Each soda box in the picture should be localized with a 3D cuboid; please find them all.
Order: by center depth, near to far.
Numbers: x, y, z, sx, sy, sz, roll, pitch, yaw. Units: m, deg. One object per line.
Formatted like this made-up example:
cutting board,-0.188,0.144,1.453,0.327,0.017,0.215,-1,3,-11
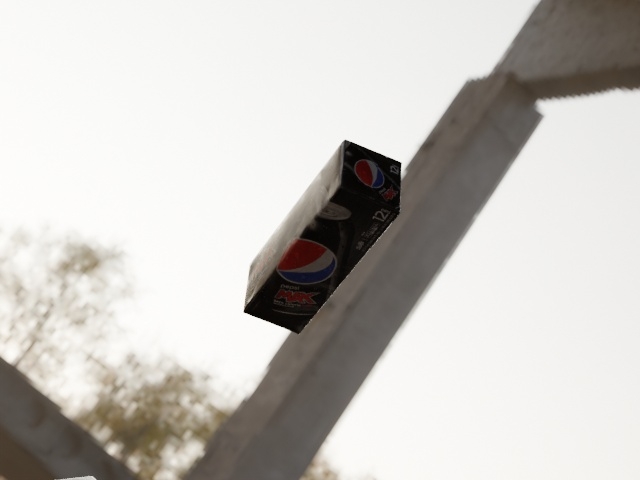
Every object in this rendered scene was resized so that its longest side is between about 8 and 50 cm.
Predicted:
soda box,0.000,0.000,1.134,0.053,0.060,0.169,22,-47,-17

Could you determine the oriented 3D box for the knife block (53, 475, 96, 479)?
knife block,-0.138,0.257,1.026,0.242,0.088,0.275,-51,-130,45
